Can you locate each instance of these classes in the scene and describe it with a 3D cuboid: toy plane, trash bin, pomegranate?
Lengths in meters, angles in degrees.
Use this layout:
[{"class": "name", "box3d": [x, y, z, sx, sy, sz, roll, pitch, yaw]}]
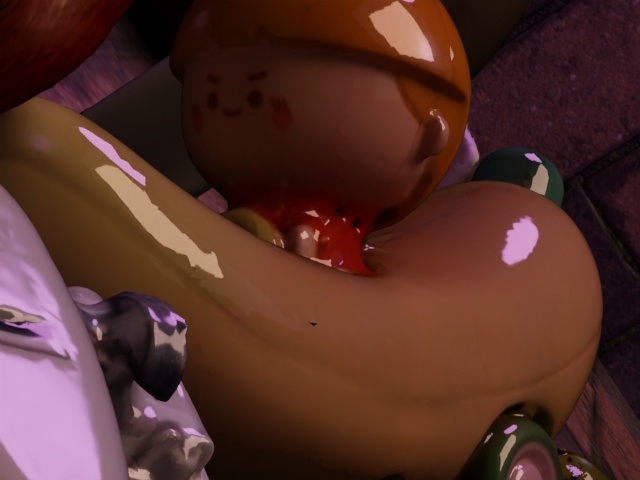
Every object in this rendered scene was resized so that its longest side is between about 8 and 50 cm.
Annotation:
[{"class": "toy plane", "box3d": [-0.088, 0.045, 0.370, 0.174, 0.080, 0.174, 34, 27, -20]}, {"class": "trash bin", "box3d": [-0.046, -0.057, 0.716, 0.059, 0.130, 0.116, 57, 10, -3]}, {"class": "pomegranate", "box3d": [0.171, 0.194, 1.177, 0.073, 0.084, 0.073, 29, 2, -1]}]

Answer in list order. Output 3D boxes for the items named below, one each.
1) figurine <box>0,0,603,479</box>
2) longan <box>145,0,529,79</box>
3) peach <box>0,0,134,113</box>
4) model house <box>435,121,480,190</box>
[{"class": "figurine", "box3d": [0.000, 0.000, 0.576, 0.324, 0.124, 0.222, 21, 75, -51]}, {"class": "longan", "box3d": [-0.007, -0.235, 1.065, 0.350, 0.288, 0.288, 68, 13, 11]}, {"class": "peach", "box3d": [-0.102, -0.127, 0.433, 0.267, 0.154, 0.159, 35, -14, 46]}, {"class": "model house", "box3d": [0.066, -0.080, 1.342, 0.229, 0.122, 0.188, 67, 9, 26]}]
